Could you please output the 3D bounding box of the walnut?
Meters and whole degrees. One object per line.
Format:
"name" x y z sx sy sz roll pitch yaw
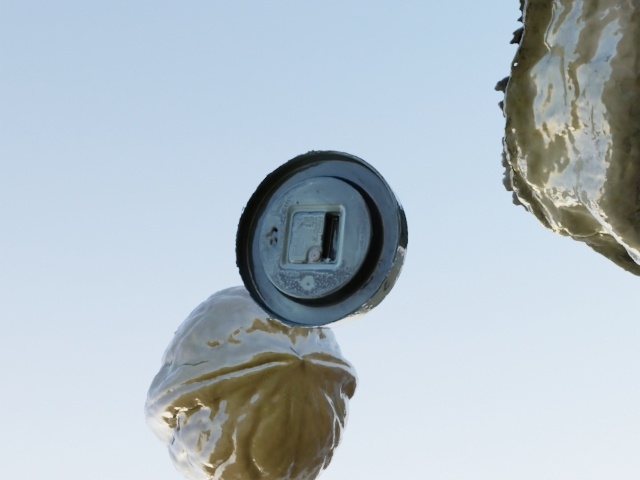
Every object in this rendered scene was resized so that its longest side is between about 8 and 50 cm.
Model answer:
"walnut" -0.065 0.153 0.895 0.228 0.228 0.228 -22 -50 -29

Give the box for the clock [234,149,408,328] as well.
"clock" 0.000 0.000 0.411 0.085 0.085 0.017 -55 -29 3

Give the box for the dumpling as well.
"dumpling" 0.219 -0.067 0.646 0.166 0.086 0.332 -29 -69 3
